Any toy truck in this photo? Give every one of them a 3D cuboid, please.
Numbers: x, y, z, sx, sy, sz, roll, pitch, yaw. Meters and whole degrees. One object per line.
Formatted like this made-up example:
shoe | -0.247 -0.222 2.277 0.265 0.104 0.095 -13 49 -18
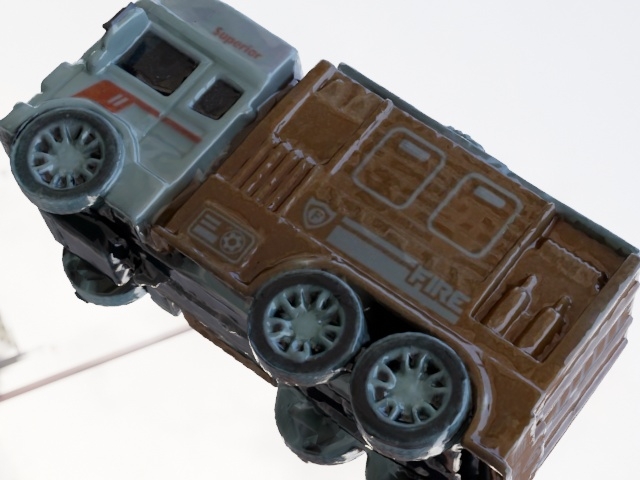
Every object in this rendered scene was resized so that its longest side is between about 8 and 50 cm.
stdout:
toy truck | 0.000 0.000 0.859 0.305 0.162 0.136 34 -18 19
